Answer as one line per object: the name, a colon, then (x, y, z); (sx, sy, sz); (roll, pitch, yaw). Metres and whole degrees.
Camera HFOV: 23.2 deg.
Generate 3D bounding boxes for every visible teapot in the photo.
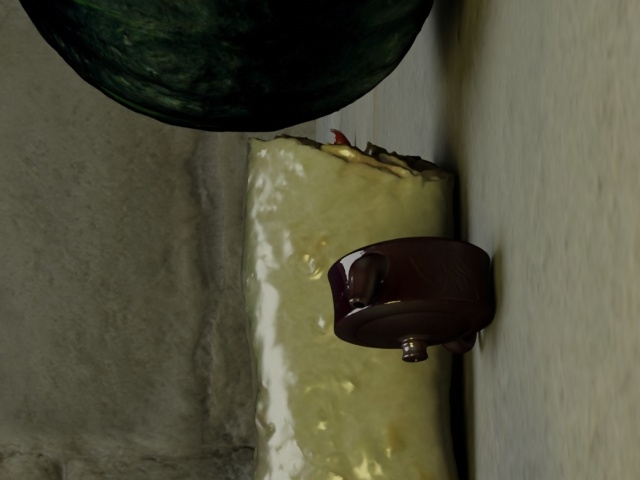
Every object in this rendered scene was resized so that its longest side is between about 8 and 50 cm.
teapot: (0.039, 0.029, 0.643); (0.100, 0.067, 0.045); (27, -125, -52)

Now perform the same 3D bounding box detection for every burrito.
burrito: (0.011, 0.065, 0.758); (0.143, 0.105, 0.299); (112, 158, -69)

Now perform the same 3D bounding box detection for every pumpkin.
pumpkin: (-0.054, -0.205, 0.759); (0.315, 0.238, 0.315); (-175, 90, -87)

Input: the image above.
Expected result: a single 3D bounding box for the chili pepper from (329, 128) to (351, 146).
chili pepper: (-0.002, 0.005, 1.415); (0.368, 0.091, 0.137); (-104, 25, -71)
